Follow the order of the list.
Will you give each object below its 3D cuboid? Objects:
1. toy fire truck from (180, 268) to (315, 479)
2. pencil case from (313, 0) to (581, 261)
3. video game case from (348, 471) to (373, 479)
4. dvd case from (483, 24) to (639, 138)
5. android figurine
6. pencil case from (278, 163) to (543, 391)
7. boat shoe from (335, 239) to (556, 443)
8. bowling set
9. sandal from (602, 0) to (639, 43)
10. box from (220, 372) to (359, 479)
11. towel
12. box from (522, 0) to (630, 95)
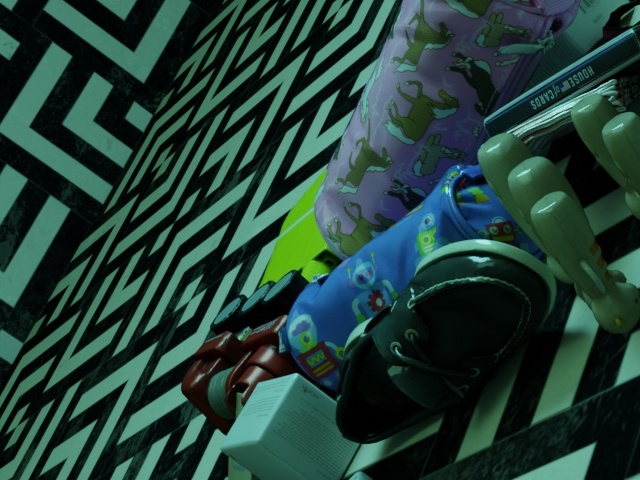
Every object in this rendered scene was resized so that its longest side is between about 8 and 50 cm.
[{"bbox_3d":[-0.077,0.184,2.089,0.246,0.158,0.217,-50,12,-28],"label":"toy fire truck"},{"bbox_3d":[0.123,-0.139,1.941,0.167,0.160,0.386,-77,10,-54],"label":"pencil case"},{"bbox_3d":[-0.033,0.348,1.768,0.227,0.026,0.206,-46,17,26],"label":"video game case"},{"bbox_3d":[0.284,-0.167,1.769,0.179,0.030,0.238,-23,-3,-33],"label":"dvd case"},{"bbox_3d":[0.000,0.000,2.380,0.248,0.056,0.273,-40,21,42],"label":"android figurine"},{"bbox_3d":[0.089,0.039,1.887,0.119,0.133,0.306,-20,-15,-49],"label":"pencil case"},{"bbox_3d":[0.097,0.105,1.719,0.340,0.127,0.113,-33,26,56],"label":"boat shoe"},{"bbox_3d":[0.263,-0.037,1.570,0.200,0.154,0.287,-33,17,6],"label":"bowling set"},{"bbox_3d":[0.312,-0.220,1.896,0.067,0.040,0.179,-52,0,-15],"label":"sandal"},{"bbox_3d":[-0.027,0.201,1.929,0.087,0.102,0.101,-58,16,-23],"label":"box"},{"bbox_3d":[0.236,-0.111,1.767,0.144,0.029,0.197,-26,-3,21],"label":"towel"},{"bbox_3d":[0.228,-0.215,2.032,0.170,0.091,0.130,-39,3,46],"label":"box"}]
